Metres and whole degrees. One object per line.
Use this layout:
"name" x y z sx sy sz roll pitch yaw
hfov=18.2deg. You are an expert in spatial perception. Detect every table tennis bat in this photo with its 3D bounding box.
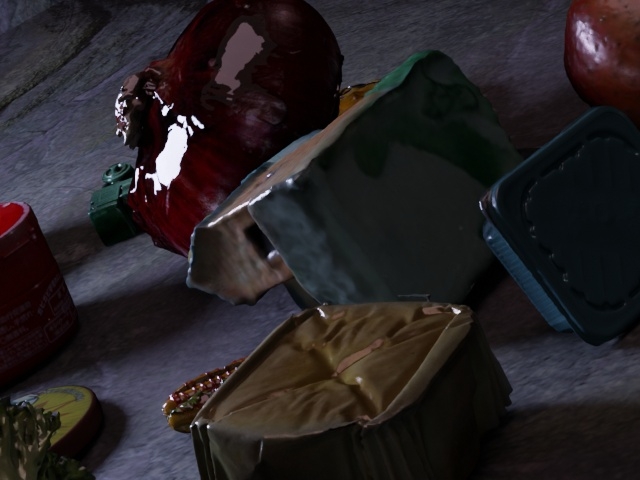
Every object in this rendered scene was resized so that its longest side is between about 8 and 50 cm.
"table tennis bat" -0.315 0.216 1.808 0.200 0.038 0.310 -13 17 32

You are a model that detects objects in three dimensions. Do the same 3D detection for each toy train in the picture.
"toy train" -0.194 -0.060 2.383 0.170 0.071 0.111 -19 28 9

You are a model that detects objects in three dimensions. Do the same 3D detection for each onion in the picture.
"onion" -0.100 -0.125 2.082 0.314 0.232 0.314 -60 15 27

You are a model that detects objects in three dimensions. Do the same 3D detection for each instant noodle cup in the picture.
"instant noodle cup" 0.216 -0.006 1.628 0.179 0.157 0.070 -36 -2 -35

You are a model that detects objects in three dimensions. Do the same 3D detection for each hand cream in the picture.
"hand cream" -0.379 0.069 2.114 0.230 0.149 0.230 -23 16 7

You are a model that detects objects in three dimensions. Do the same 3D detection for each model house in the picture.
"model house" 0.000 0.000 1.861 0.325 0.194 0.267 -25 15 45

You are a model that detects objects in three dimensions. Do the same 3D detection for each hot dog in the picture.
"hot dog" -0.071 0.126 1.751 0.144 0.038 0.062 -23 18 -1

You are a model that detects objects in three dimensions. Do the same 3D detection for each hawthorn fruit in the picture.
"hawthorn fruit" 0.338 -0.187 1.931 0.179 0.179 0.200 -34 33 -29

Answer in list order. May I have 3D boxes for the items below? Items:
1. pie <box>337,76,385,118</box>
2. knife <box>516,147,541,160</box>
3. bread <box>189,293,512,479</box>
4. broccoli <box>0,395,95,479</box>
"pie" 0.019 -0.124 2.299 0.273 0.069 0.273 -17 17 6
"knife" 0.267 -0.072 1.889 0.365 0.043 0.089 -2 29 47
"bread" 0.026 0.137 1.491 0.192 0.109 0.210 -6 25 28
"broccoli" -0.206 0.244 1.384 0.252 0.221 0.361 8 4 -27
